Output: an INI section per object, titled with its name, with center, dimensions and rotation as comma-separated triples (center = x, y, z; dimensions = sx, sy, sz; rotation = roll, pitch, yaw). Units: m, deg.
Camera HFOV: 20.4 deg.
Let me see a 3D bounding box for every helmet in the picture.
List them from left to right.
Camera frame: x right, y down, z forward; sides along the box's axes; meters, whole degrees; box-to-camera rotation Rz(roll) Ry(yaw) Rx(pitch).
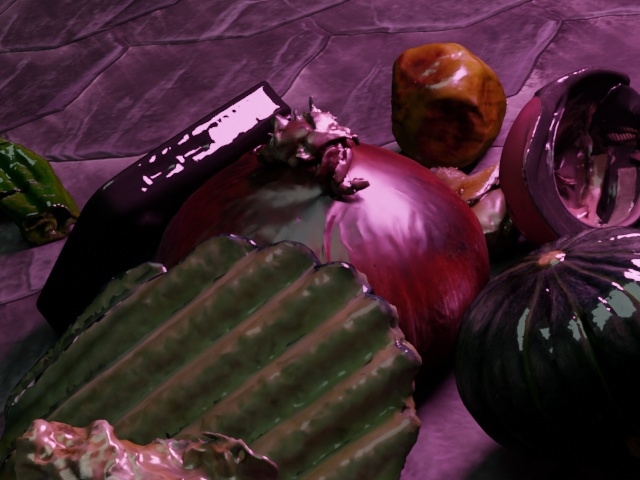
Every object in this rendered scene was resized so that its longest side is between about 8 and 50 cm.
[helmet]
center = 0.268, -0.066, 1.867
dimensions = 0.253, 0.198, 0.154
rotation = -47, 9, -33

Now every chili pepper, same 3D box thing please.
[chili pepper]
center = -0.389, -0.068, 2.299
dimensions = 0.099, 0.083, 0.253
rotation = -30, 36, -22

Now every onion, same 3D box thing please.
[onion]
center = 0.000, 0.000, 1.763
dimensions = 0.348, 0.285, 0.347
rotation = -3, 33, 2

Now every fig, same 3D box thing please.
[fig]
center = 0.154, -0.162, 2.128
dimensions = 0.154, 0.144, 0.166
rotation = 51, 30, 21

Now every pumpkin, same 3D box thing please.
[pumpkin]
center = 0.243, 0.100, 1.542
dimensions = 0.250, 0.216, 0.250
rotation = -29, -3, -2

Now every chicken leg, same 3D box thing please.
[chicken leg]
center = 0.169, -0.047, 1.975
dimensions = 0.125, 0.080, 0.196
rotation = -13, 24, 10

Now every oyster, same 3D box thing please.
[oyster]
center = -0.132, 0.255, 1.425
dimensions = 0.351, 0.115, 0.238
rotation = 39, 92, 36

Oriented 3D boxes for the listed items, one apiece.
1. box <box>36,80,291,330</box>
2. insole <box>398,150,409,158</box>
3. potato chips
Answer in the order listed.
[box]
center = -0.176, -0.034, 1.966
dimensions = 0.289, 0.073, 0.290
rotation = -36, -10, -35
[insole]
center = 0.130, -0.085, 2.141
dimensions = 0.053, 0.002, 0.152
rotation = -22, 28, -12
[potato chips]
center = -0.119, 0.163, 1.590
dimensions = 0.429, 0.070, 0.358
rotation = -37, 54, 5
